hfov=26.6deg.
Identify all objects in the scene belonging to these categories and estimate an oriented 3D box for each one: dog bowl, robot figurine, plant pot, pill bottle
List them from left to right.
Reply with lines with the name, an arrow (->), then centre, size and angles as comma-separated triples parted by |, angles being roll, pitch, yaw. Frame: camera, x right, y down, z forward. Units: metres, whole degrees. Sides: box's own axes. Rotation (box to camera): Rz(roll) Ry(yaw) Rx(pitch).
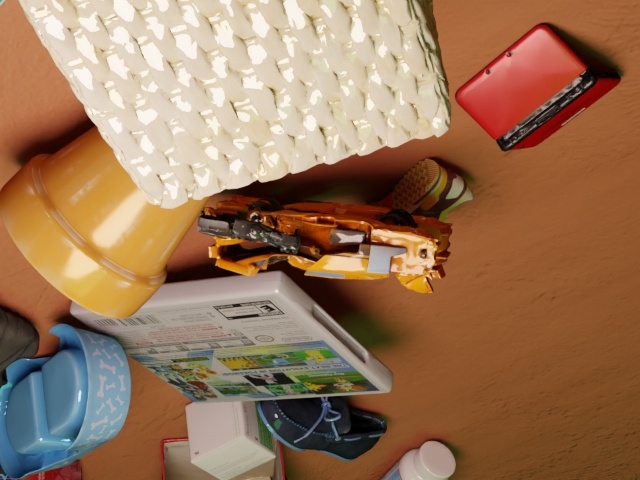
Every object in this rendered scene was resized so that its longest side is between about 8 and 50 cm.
dog bowl -> -0.346, 0.218, 1.815 | 0.074, 0.166, 0.297 | 5, 155, -36
plant pot -> -0.217, -0.050, 1.505 | 0.188, 0.205, 0.205 | -43, 133, 15
robot figurine -> 0.000, 0.000, 1.575 | 0.291, 0.085, 0.211 | 6, -171, 12
pill bottle -> 0.153, 0.395, 2.215 | 0.087, 0.087, 0.160 | 11, 138, -24

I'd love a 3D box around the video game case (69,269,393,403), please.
video game case -> -0.114, 0.135, 1.791 | 0.329, 0.036, 0.300 | -7, 147, 30

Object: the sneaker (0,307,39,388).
sneaker -> -0.492, 0.179, 1.804 | 0.286, 0.109, 0.130 | -29, 144, 26

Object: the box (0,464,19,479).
box -> -0.520, 0.324, 2.038 | 0.162, 0.029, 0.116 | 12, 138, -23

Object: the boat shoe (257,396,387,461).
boat shoe -> 0.005, 0.257, 2.020 | 0.089, 0.109, 0.258 | -36, 152, 21

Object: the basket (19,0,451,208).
basket -> -0.071, -0.251, 1.208 | 0.328, 0.266, 0.331 | -15, 140, 9

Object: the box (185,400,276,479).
box -> -0.134, 0.282, 2.002 | 0.102, 0.101, 0.087 | -28, 138, 21

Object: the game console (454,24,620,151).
game console -> 0.252, -0.176, 1.568 | 0.144, 0.085, 0.124 | -38, 165, 33

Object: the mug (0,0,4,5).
mug -> -0.339, -0.286, 1.242 | 0.129, 0.097, 0.158 | 23, 131, -34

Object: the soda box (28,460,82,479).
soda box -> -0.402, 0.469, 2.054 | 0.083, 0.263, 0.092 | -2, 141, -8

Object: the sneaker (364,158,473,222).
sneaker -> 0.107, -0.021, 1.690 | 0.084, 0.069, 0.185 | 29, 130, -31

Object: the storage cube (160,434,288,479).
storage cube -> -0.150, 0.431, 2.121 | 0.215, 0.183, 0.193 | -3, 142, -8
